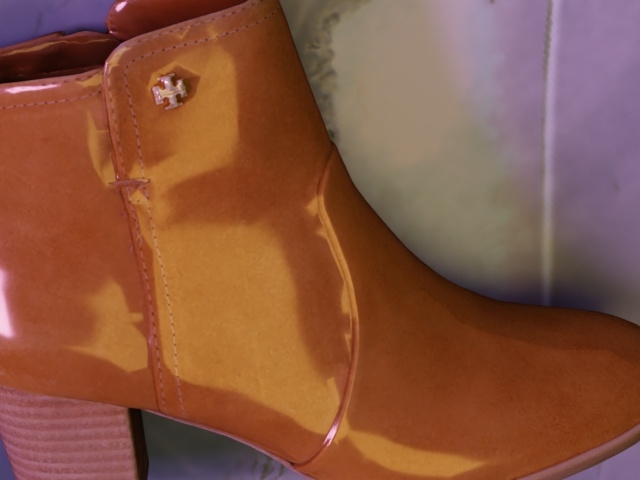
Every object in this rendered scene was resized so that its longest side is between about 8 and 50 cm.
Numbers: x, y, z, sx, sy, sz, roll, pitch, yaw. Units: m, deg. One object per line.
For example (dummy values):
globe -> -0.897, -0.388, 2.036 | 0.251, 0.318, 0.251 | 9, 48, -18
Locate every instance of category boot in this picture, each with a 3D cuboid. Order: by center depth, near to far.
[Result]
boot -> -0.001, 0.000, 0.747 | 0.295, 0.104, 0.211 | -8, 116, -6
